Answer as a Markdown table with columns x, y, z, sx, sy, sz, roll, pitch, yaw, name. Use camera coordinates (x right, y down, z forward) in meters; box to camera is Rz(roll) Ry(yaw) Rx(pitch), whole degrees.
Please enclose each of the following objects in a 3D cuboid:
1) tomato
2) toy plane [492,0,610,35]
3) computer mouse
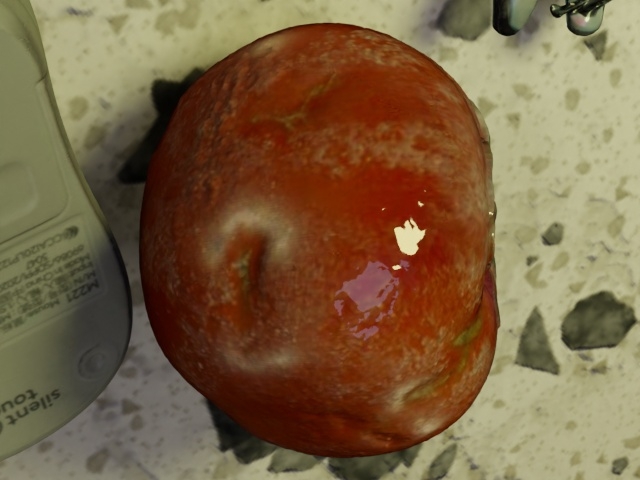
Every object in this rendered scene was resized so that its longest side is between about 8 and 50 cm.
| x | y | z | sx | sy | sz | roll | pitch | yaw | name |
| --- | --- | --- | --- | --- | --- | --- | --- | --- | --- |
| 0.001 | 0.003 | 0.700 | 0.189 | 0.232 | 0.232 | -2 | 118 | 9 | tomato |
| 0.187 | -0.216 | 0.751 | 0.246 | 0.078 | 0.169 | -25 | 120 | -12 | toy plane |
| -0.203 | -0.016 | 0.650 | 0.184 | 0.121 | 0.296 | -34 | 139 | -20 | computer mouse |
